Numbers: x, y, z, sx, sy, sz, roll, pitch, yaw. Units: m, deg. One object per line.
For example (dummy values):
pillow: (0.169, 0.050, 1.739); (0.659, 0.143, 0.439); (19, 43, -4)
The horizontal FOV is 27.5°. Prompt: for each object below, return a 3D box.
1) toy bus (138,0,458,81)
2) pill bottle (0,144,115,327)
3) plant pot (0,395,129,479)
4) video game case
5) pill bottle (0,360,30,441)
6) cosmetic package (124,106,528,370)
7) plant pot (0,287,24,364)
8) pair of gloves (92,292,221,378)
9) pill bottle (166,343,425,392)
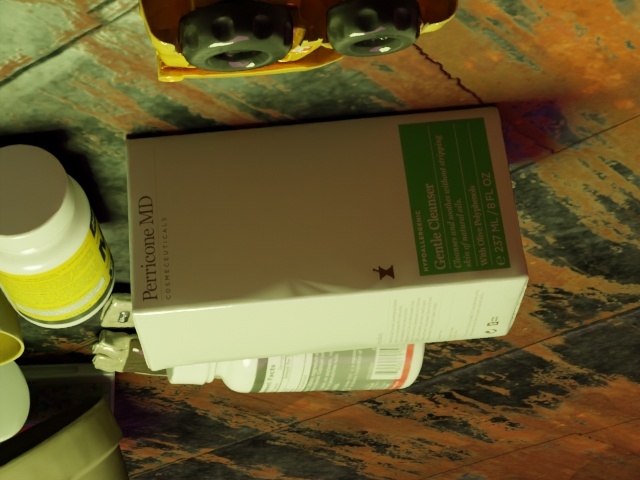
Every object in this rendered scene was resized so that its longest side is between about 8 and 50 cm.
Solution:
toy bus: (-0.028, -0.183, 0.963); (0.220, 0.149, 0.211); (-5, 168, -8)
pill bottle: (-0.278, -0.002, 1.295); (0.119, 0.119, 0.208); (-6, 155, -1)
plant pot: (-0.363, 0.406, 1.748); (0.323, 0.280, 0.323); (-29, -177, 2)
video game case: (-0.391, 0.222, 1.860); (0.193, 0.023, 0.212); (-1, 155, -10)
pill bottle: (-0.517, 0.239, 1.695); (0.302, 0.169, 0.169); (-25, 149, 36)
cosmetic package: (0.000, 0.000, 1.280); (0.366, 0.196, 0.155); (-6, 155, -4)
plant pot: (-0.402, 0.079, 1.467); (0.134, 0.095, 0.134); (-5, 154, -2)
pair of gloves: (-0.185, 0.119, 1.669); (0.204, 0.042, 0.240); (4, 152, -13)
pill bottle: (-0.034, 0.095, 1.512); (0.283, 0.161, 0.161); (0, 154, -13)
